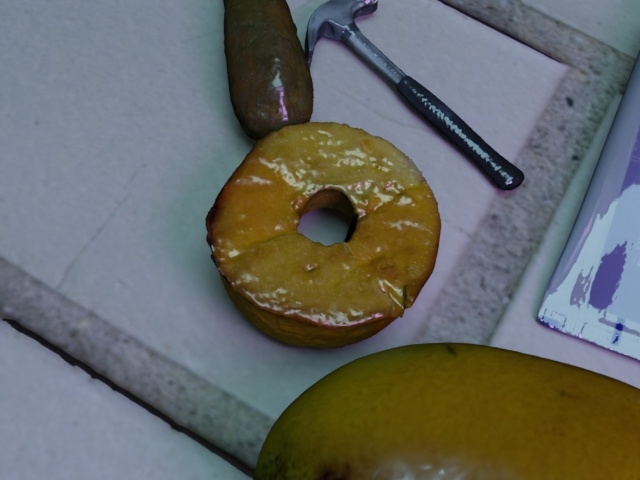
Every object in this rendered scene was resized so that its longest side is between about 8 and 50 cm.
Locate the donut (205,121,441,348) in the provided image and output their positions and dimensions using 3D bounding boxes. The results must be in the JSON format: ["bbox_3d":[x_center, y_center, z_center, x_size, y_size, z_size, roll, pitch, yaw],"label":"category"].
[{"bbox_3d":[0.001,0.001,0.725,0.174,0.074,0.190,8,54,-2],"label":"donut"}]

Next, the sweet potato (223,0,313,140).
[{"bbox_3d":[-0.053,-0.193,0.839,0.075,0.075,0.273,-2,55,-10],"label":"sweet potato"}]

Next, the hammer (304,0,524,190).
[{"bbox_3d":[0.081,-0.127,0.840,0.103,0.029,0.246,-34,71,-25],"label":"hammer"}]

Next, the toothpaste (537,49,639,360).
[{"bbox_3d":[0.291,-0.071,0.812,0.125,0.080,0.371,20,63,6],"label":"toothpaste"}]

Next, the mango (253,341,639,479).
[{"bbox_3d":[0.121,0.161,0.575,0.317,0.173,0.211,19,28,4],"label":"mango"}]
